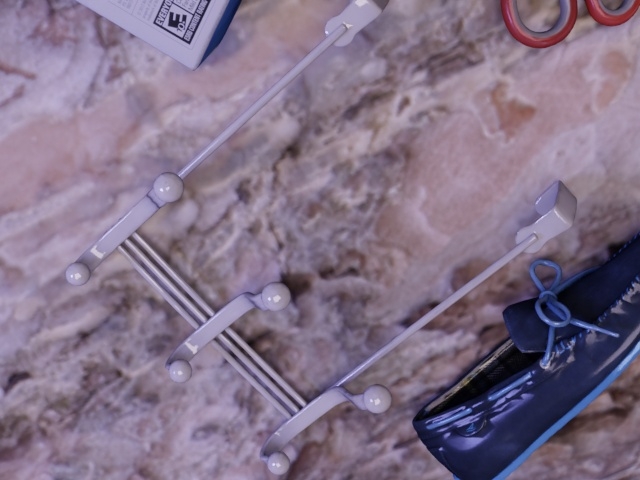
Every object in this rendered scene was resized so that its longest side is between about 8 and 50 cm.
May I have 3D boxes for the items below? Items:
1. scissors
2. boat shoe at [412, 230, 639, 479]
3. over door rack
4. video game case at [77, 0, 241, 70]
[{"bbox_3d":[0.131,-0.277,0.841,0.109,0.021,0.297,-30,97,1],"label":"scissors"},{"bbox_3d":[0.173,0.084,0.887,0.089,0.109,0.258,39,99,-6],"label":"boat shoe"},{"bbox_3d":[0.000,0.000,0.863,0.324,0.108,0.239,-42,101,9],"label":"over door rack"},{"bbox_3d":[-0.127,-0.288,0.761,0.244,0.061,0.269,31,122,-2],"label":"video game case"}]
